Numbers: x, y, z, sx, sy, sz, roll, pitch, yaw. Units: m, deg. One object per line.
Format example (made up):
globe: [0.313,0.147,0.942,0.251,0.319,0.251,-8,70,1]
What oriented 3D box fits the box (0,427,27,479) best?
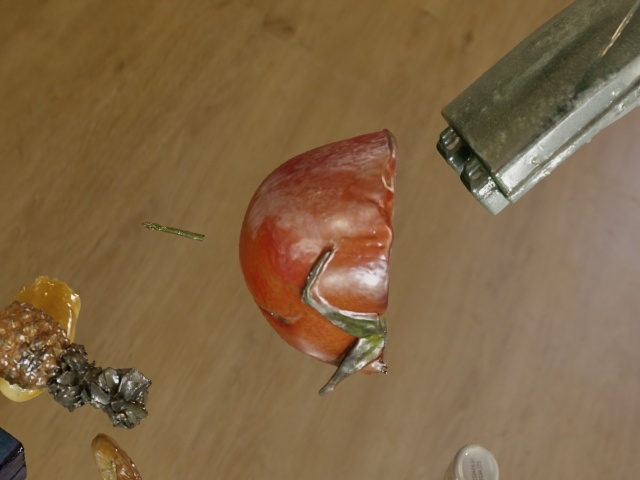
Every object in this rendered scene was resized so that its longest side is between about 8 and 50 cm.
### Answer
box: [-0.564,0.298,1.606,0.279,0.116,0.261,32,54,14]

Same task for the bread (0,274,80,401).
bread: [-0.428,0.145,1.884,0.085,0.134,0.173,39,26,-27]

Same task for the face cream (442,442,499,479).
face cream: [0.187,0.316,1.621,0.057,0.198,0.084,-3,67,-2]

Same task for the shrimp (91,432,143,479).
shrimp: [-0.277,0.378,1.937,0.063,0.152,0.287,-29,27,-24]

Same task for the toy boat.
toy boat: [0.253,-0.162,1.193,0.092,0.319,0.141,43,11,-36]

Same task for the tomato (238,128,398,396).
tomato: [-0.005,0.002,1.401,0.170,0.309,0.309,4,49,-5]

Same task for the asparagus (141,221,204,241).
asparagus: [-0.260,-0.017,2.230,0.114,0.015,0.014,14,59,-2]

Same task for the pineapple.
pineapple: [-0.334,0.177,1.707,0.237,0.111,0.119,28,4,0]
